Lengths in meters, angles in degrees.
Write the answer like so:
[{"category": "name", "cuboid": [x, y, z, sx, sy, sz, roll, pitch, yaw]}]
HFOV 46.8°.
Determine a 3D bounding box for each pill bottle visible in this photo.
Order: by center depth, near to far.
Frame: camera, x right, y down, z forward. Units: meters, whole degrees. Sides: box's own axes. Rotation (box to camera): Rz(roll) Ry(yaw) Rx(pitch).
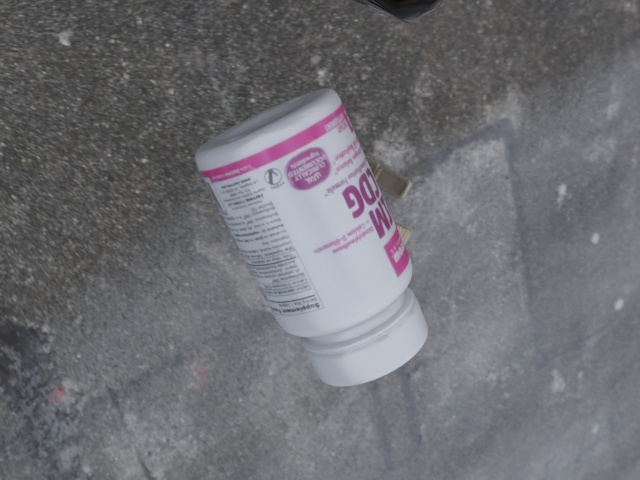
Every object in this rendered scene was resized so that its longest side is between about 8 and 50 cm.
[{"category": "pill bottle", "cuboid": [0.000, 0.000, 0.780, 0.160, 0.160, 0.283, -33, 108, -23]}]

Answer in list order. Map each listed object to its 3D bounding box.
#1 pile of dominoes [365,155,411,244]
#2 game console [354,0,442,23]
[{"category": "pile of dominoes", "cuboid": [0.014, -0.038, 1.064, 0.040, 0.251, 0.196, 21, 101, -51]}, {"category": "game console", "cuboid": [-0.083, -0.257, 0.565, 0.213, 0.361, 0.044, 6, 114, -49]}]
